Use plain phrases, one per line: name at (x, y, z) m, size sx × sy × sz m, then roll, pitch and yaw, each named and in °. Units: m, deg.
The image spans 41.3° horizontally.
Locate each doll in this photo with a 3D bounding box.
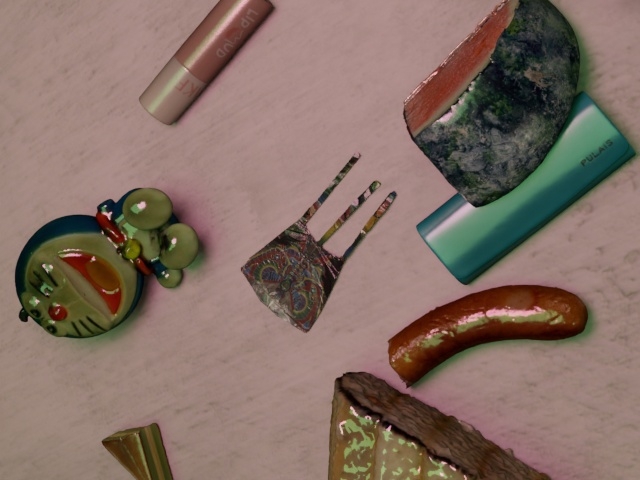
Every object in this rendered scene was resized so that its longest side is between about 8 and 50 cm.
doll at (-0.350, 0.037, 1.362) m, size 0.322 × 0.186 × 0.198 m, roll -30°, pitch 113°, yaw 0°

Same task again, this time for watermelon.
watermelon at (0.215, -0.216, 1.165) m, size 0.226 × 0.148 × 0.318 m, roll 11°, pitch 78°, yaw 51°

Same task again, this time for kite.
kite at (0.000, 0.000, 1.324) m, size 0.152 × 0.015 × 0.285 m, roll 42°, pitch 104°, yaw 13°

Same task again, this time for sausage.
sausage at (0.226, 0.127, 1.219) m, size 0.302 × 0.076 × 0.102 m, roll -22°, pitch 92°, yaw 19°

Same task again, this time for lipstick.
lipstick at (-0.184, -0.298, 1.349) m, size 0.254 × 0.070 × 0.070 m, roll -46°, pitch 78°, yaw 15°

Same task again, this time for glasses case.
glasses case at (0.285, -0.070, 1.199) m, size 0.301 × 0.070 × 0.117 m, roll -41°, pitch 80°, yaw 14°

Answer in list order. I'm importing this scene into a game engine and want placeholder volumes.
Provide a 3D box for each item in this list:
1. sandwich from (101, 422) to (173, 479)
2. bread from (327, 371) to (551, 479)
sandwich at (-0.301, 0.371, 1.409) m, size 0.074 × 0.074 × 0.116 m, roll -18°, pitch 87°, yaw 17°
bread at (0.142, 0.384, 1.171) m, size 0.395 × 0.239 × 0.264 m, roll 28°, pitch 100°, yaw 18°
